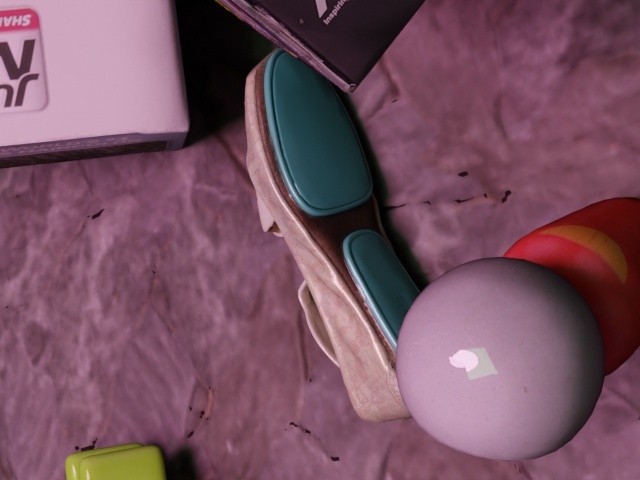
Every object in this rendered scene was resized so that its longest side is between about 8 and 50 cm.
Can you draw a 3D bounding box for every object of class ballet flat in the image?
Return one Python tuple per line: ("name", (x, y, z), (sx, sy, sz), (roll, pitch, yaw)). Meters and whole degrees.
("ballet flat", (0.000, 0.000, 0.625), (0.052, 0.057, 0.168), (-36, 72, 42))

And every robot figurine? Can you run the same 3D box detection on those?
("robot figurine", (-0.090, 0.155, 0.693), (0.101, 0.067, 0.115), (-8, 89, 63))

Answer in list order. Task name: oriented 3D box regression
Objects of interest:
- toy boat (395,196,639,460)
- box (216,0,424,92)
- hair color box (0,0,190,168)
("toy boat", (0.170, -0.014, 0.429), (0.318, 0.148, 0.267), (-26, 92, 39))
("box", (0.025, -0.201, 0.483), (0.270, 0.060, 0.216), (-52, 37, 3))
("hair color box", (-0.169, -0.217, 0.638), (0.185, 0.113, 0.374), (-6, 89, -7))
